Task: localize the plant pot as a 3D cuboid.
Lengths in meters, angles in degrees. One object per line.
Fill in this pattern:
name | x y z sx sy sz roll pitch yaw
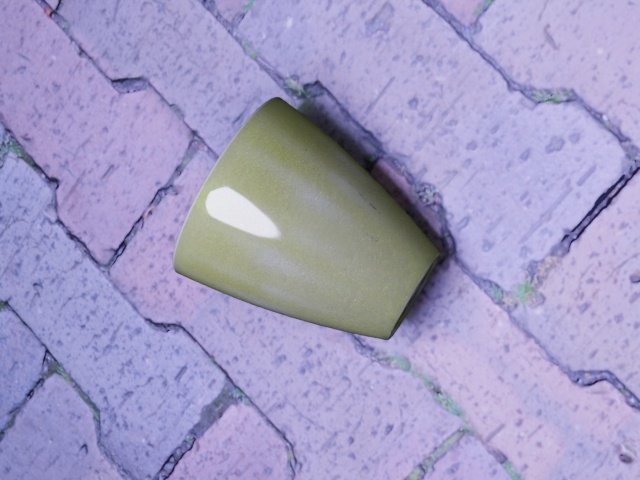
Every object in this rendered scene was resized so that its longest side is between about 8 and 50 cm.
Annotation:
plant pot | 0.000 0.000 1.954 0.293 0.275 0.275 31 117 8
